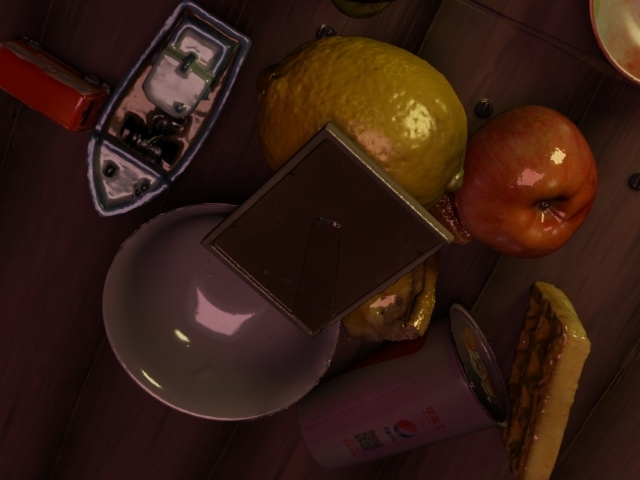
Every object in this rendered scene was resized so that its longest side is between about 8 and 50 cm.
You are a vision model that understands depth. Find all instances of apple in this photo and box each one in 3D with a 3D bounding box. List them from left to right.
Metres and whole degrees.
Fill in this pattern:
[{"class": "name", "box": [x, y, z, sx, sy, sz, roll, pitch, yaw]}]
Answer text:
[{"class": "apple", "box": [0.279, -0.076, 1.364, 0.209, 0.164, 0.209, -13, 132, -15]}]

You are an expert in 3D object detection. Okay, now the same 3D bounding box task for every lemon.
[{"class": "lemon", "box": [0.048, -0.148, 1.326, 0.320, 0.245, 0.245, 28, 111, 13]}]

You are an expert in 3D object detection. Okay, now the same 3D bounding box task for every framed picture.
[{"class": "framed picture", "box": [0.000, 0.000, 1.283, 0.211, 0.020, 0.289, 42, 131, -10]}]

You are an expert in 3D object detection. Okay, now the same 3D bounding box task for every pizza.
[{"class": "pizza", "box": [0.089, 0.080, 1.440, 0.188, 0.204, 0.080, -36, 114, 22]}]

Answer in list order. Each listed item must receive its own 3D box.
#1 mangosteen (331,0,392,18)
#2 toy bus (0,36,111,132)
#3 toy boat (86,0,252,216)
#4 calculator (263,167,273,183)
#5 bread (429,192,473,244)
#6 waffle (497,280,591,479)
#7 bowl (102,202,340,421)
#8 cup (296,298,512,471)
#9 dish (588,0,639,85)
[{"class": "mangosteen", "box": [0.057, -0.410, 1.204, 0.300, 0.300, 0.300, 2, 110, 4]}, {"class": "toy bus", "box": [-0.393, -0.223, 1.418, 0.174, 0.077, 0.079, 32, 111, 6]}, {"class": "toy boat", "box": [-0.229, -0.173, 1.404, 0.145, 0.133, 0.332, 33, 110, -8]}, {"class": "calculator", "box": [0.013, -0.072, 1.474, 0.190, 0.034, 0.127, 23, 109, -5]}, {"class": "bread", "box": [0.177, -0.060, 1.456, 0.052, 0.044, 0.157, -34, 103, 22]}, {"class": "waffle", "box": [0.329, 0.215, 1.482, 0.057, 0.168, 0.274, 9, 110, -5]}, {"class": "bowl", "box": [-0.136, 0.083, 1.477, 0.345, 0.157, 0.345, 2, 110, 4]}, {"class": "cup", "box": [0.118, 0.238, 1.510, 0.288, 0.203, 0.203, -27, 106, 20]}, {"class": "dish", "box": [0.479, -0.329, 1.310, 0.260, 0.085, 0.260, 1, 112, 4]}]
